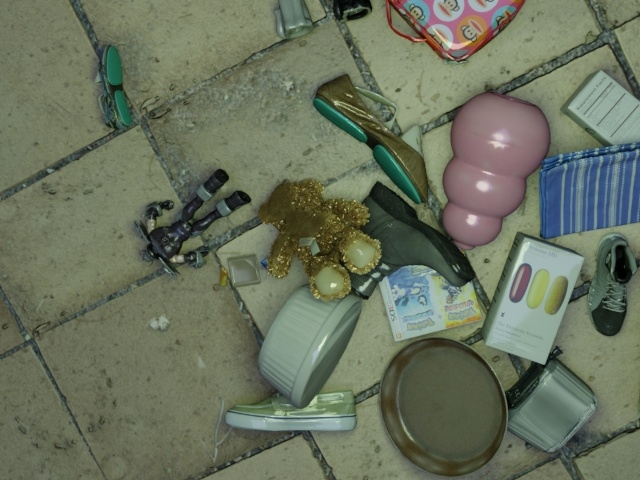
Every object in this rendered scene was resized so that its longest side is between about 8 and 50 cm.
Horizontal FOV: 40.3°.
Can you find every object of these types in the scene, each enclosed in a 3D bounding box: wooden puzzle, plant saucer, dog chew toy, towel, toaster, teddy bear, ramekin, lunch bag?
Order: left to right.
[{"bbox_3d":[-0.176,0.069,2.003,0.116,0.014,0.078,-2,101,7],"label":"wooden puzzle"},{"bbox_3d":[-0.028,0.216,1.885,0.127,0.273,0.273,29,99,13],"label":"ramekin"},{"bbox_3d":[0.000,0.000,1.859,0.338,0.113,0.245,24,81,44],"label":"teddy bear"},{"bbox_3d":[0.257,-0.522,1.832,0.258,0.120,0.293,-41,91,10],"label":"lunch bag"},{"bbox_3d":[0.273,0.362,1.918,0.310,0.050,0.310,2,93,33],"label":"plant saucer"},{"bbox_3d":[0.352,-0.139,1.836,0.206,0.206,0.332,17,107,4],"label":"dog chew toy"},{"bbox_3d":[0.499,0.351,1.906,0.146,0.129,0.227,38,100,-3],"label":"toaster"},{"bbox_3d":[0.621,-0.105,1.808,0.336,0.040,0.243,-9,138,6],"label":"towel"}]

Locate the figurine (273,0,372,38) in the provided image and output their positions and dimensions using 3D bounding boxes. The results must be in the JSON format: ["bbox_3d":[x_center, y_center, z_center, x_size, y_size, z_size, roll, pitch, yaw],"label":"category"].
[{"bbox_3d":[-0.016,-0.565,1.882,0.215,0.092,0.209,-15,87,9],"label":"figurine"}]

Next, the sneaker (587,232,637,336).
[{"bbox_3d":[0.624,0.102,1.858,0.086,0.132,0.229,1,96,6],"label":"sneaker"}]

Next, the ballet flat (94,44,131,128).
[{"bbox_3d":[-0.478,-0.343,1.965,0.070,0.070,0.188,-9,92,7],"label":"ballet flat"}]

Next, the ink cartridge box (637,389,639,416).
[{"bbox_3d":[0.776,0.213,1.783,0.160,0.279,0.385,3,98,5],"label":"ink cartridge box"}]

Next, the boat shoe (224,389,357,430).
[{"bbox_3d":[-0.067,0.386,1.994,0.302,0.109,0.094,1,81,-3],"label":"boat shoe"}]

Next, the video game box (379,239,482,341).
[{"bbox_3d":[0.239,0.111,1.946,0.205,0.048,0.187,-16,96,8],"label":"video game box"}]

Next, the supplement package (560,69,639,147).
[{"bbox_3d":[0.612,-0.261,1.831,0.179,0.105,0.105,40,99,1],"label":"supplement package"}]

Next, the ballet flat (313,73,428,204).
[{"bbox_3d":[0.139,-0.234,1.898,0.342,0.116,0.124,44,80,4],"label":"ballet flat"}]

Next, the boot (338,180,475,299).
[{"bbox_3d":[0.160,0.048,1.862,0.223,0.118,0.338,-51,48,9],"label":"boot"}]

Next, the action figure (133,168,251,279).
[{"bbox_3d":[-0.298,-0.034,1.967,0.285,0.099,0.185,-38,99,13],"label":"action figure"}]

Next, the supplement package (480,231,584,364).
[{"bbox_3d":[0.452,0.120,1.878,0.139,0.134,0.244,18,98,3],"label":"supplement package"}]
